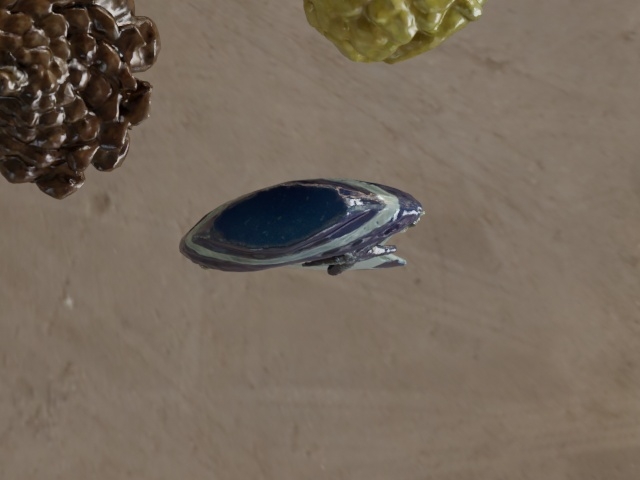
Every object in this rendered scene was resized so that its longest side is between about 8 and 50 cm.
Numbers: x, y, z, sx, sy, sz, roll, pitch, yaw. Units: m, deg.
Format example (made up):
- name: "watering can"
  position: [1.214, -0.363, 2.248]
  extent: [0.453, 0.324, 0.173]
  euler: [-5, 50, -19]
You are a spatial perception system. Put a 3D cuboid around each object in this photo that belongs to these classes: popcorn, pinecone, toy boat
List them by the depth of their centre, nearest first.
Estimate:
- name: "pinecone"
  position: [-0.200, -0.123, 1.048]
  extent: [0.150, 0.195, 0.179]
  euler: [-37, 112, -31]
- name: "toy boat"
  position: [0.020, -0.006, 1.371]
  extent: [0.291, 0.210, 0.070]
  euler: [7, 75, -47]
- name: "popcorn"
  position: [0.085, -0.322, 1.715]
  extent: [0.249, 0.249, 0.225]
  euler: [-38, 114, -1]
